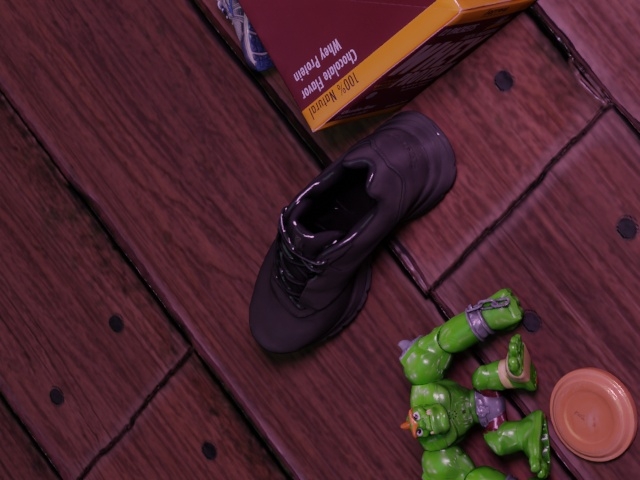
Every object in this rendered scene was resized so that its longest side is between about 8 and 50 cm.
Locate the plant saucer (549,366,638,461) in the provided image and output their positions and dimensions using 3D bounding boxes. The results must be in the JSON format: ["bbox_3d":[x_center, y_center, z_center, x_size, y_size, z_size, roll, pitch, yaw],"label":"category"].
[{"bbox_3d":[0.234,0.151,1.673,0.083,0.013,0.083,10,107,36],"label":"plant saucer"}]

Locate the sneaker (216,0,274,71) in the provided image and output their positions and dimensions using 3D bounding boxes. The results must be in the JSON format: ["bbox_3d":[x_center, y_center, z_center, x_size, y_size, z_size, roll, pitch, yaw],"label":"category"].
[{"bbox_3d":[-0.068,-0.222,1.790,0.058,0.052,0.135,-9,89,48],"label":"sneaker"}]

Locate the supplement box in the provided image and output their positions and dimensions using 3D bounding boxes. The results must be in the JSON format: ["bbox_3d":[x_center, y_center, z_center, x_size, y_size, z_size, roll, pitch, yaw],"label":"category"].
[{"bbox_3d":[0.043,-0.229,1.644,0.191,0.129,0.194,-37,78,37],"label":"supplement box"}]

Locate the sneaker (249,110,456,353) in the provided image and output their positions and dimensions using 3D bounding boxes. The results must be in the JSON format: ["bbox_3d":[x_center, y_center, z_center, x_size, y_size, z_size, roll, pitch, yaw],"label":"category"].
[{"bbox_3d":[0.000,0.000,1.739,0.109,0.130,0.286,45,126,17],"label":"sneaker"}]

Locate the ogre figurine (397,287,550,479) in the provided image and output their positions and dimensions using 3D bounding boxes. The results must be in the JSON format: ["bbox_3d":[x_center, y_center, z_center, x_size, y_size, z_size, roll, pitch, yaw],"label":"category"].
[{"bbox_3d":[0.135,0.151,1.703,0.118,0.097,0.197,-10,111,21],"label":"ogre figurine"}]
